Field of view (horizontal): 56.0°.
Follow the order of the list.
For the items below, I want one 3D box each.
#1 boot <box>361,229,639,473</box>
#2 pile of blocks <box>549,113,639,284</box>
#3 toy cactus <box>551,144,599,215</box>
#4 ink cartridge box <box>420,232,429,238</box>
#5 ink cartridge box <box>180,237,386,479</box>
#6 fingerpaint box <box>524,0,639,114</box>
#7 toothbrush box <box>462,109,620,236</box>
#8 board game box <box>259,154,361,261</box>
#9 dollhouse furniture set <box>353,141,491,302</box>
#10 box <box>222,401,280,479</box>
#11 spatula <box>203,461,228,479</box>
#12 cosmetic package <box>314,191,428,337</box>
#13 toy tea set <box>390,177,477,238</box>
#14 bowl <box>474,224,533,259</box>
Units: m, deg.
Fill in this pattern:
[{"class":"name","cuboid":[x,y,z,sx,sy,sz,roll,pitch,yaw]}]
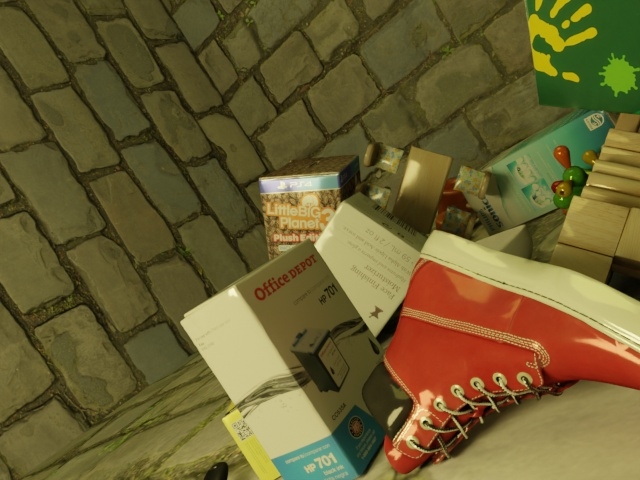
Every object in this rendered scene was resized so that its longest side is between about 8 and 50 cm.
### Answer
[{"class":"boot","cuboid":[0.126,0.102,0.401,0.244,0.088,0.176,20,84,59]},{"class":"pile of blocks","cuboid":[0.311,-0.025,0.567,0.113,0.148,0.362,18,43,27]},{"class":"toy cactus","cuboid":[0.408,-0.098,0.836,0.181,0.112,0.219,-22,-5,14]},{"class":"ink cartridge box","cuboid":[0.223,0.007,1.607,0.209,0.062,0.109,-31,1,26]},{"class":"ink cartridge box","cuboid":[-0.017,0.111,0.562,0.082,0.190,0.140,-31,2,33]},{"class":"fingerpaint box","cuboid":[0.479,-0.270,0.541,0.445,0.163,0.371,-32,31,-21]},{"class":"toothbrush box","cuboid":[0.434,-0.145,1.088,0.216,0.126,0.295,-33,1,-43]},{"class":"board game box","cuboid":[0.000,0.000,1.135,0.141,0.290,0.232,-3,15,13]},{"class":"dollhouse furniture set","cuboid":[0.154,-0.035,1.038,0.161,0.212,0.242,-32,-41,-70]},{"class":"box","cuboid":[-0.052,0.192,0.715,0.058,0.087,0.232,-32,2,3]},{"class":"spatula","cuboid":[-0.116,0.269,0.533,0.084,0.030,0.296,-34,2,3]},{"class":"cosmetic package","cuboid":[0.058,0.046,0.911,0.183,0.151,0.151,-57,-5,15]},{"class":"toy tea set","cuboid":[0.262,-0.015,1.324,0.336,0.124,0.200,-29,30,-16]},{"class":"bowl","cuboid":[0.211,0.044,0.809,0.142,0.053,0.142,-32,1,-32]}]
